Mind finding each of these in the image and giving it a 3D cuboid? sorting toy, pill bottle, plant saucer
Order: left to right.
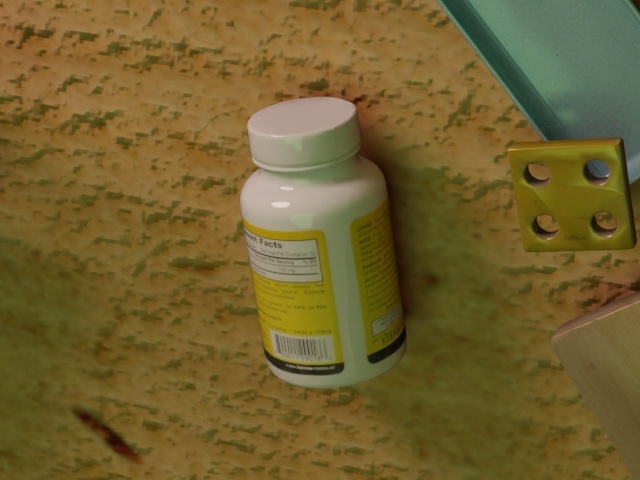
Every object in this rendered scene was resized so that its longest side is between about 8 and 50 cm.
[{"bbox_3d":[0.000,0.000,0.778,0.065,0.065,0.116,2,115,21],"label":"pill bottle"},{"bbox_3d":[0.081,-0.106,0.721,0.067,0.018,0.192,-34,98,32],"label":"plant saucer"},{"bbox_3d":[0.183,0.054,0.740,0.132,0.046,0.274,-27,103,31],"label":"sorting toy"}]
